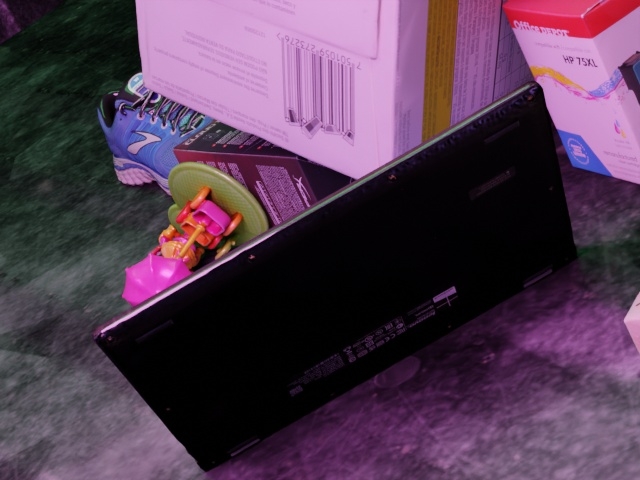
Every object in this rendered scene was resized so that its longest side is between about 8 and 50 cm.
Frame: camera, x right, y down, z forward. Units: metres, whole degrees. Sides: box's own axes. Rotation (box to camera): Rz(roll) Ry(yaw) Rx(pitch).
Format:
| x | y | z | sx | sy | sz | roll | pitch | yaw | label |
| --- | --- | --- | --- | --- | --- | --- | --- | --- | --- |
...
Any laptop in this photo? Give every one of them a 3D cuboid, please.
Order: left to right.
| x | y | z | sx | sy | sz | roll | pitch | yaw | label |
| --- | --- | --- | --- | --- | --- | --- | --- | --- | --- |
| 0.000 | 0.000 | 1.301 | 0.382 | 0.408 | 0.236 | -30 | 57 | -3 | laptop |

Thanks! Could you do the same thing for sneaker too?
| x | y | z | sx | sy | sz | roll | pitch | yaw | label |
| --- | --- | --- | --- | --- | --- | --- | --- | --- | --- |
| -0.204 | -0.149 | 1.931 | 0.130 | 0.147 | 0.330 | -42 | 27 | -28 | sneaker |

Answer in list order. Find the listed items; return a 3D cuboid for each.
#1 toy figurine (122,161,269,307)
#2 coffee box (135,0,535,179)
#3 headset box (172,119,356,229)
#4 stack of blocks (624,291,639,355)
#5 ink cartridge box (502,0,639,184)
| x | y | z | sx | sy | sz | roll | pitch | yaw | label |
| --- | --- | --- | --- | --- | --- | --- | --- | --- | --- |
| -0.160 | 0.021 | 1.603 | 0.159 | 0.130 | 0.173 | -55 | 12 | -30 | toy figurine |
| 0.044 | -0.308 | 1.449 | 0.338 | 0.338 | 0.334 | 26 | 44 | 31 | coffee box |
| -0.011 | -0.111 | 1.671 | 0.218 | 0.110 | 0.293 | -37 | 24 | -27 | headset box |
| 0.378 | 0.027 | 0.986 | 0.297 | 0.087 | 0.171 | -6 | 31 | 42 | stack of blocks |
| 0.255 | -0.172 | 1.352 | 0.078 | 0.231 | 0.134 | -35 | 24 | -15 | ink cartridge box |
